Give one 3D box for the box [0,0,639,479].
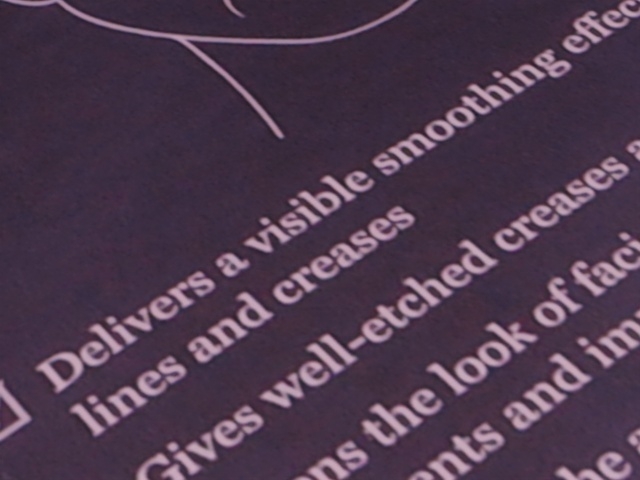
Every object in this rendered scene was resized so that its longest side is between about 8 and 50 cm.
[{"bbox_3d":[0.000,0.000,0.480,0.293,0.212,0.395,-32,52,-21],"label":"box"}]
